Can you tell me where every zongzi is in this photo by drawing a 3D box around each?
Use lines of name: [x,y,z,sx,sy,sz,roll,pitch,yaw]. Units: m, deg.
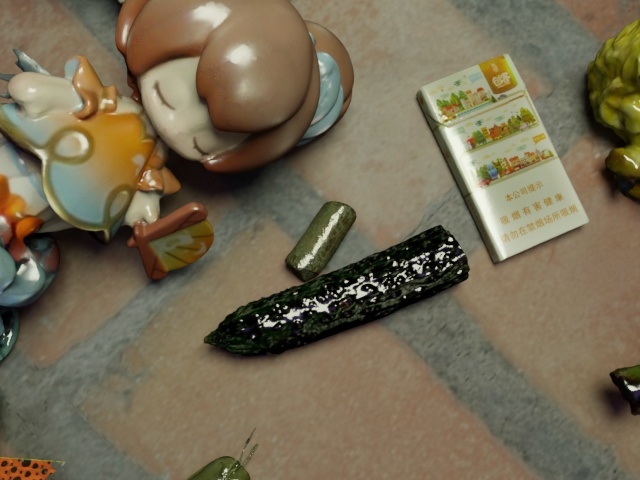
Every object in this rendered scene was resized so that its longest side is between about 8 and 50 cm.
zongzi: [-0.141,0.248,0.610,0.130,0.062,0.154,21,74,12]

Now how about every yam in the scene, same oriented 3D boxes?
yam: [0.000,0.000,0.661,0.043,0.043,0.094,33,79,2]

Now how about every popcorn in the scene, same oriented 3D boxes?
popcorn: [0.389,-0.149,0.646,0.173,0.168,0.195,-17,88,-27]

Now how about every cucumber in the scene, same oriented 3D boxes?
cucumber: [0.021,0.062,0.639,0.299,0.072,0.072,-21,83,-7]

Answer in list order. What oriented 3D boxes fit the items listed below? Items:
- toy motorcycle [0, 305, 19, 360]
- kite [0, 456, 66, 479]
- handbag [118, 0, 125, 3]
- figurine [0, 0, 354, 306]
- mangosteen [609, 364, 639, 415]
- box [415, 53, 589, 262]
toy motorcycle: [-0.386,0.180,0.512,0.181,0.241,0.320,4,79,4]
kite: [-0.326,0.213,0.475,0.222,0.008,0.125,-38,122,-40]
handbag: [-0.222,-0.421,0.668,0.171,0.151,0.298,-25,89,-4]
figurine: [-0.155,-0.123,0.564,0.387,0.277,0.248,-30,42,5]
mangosteen: [0.443,0.122,0.578,0.288,0.231,0.232,-16,82,-1]
box: [0.212,-0.098,0.694,0.122,0.032,0.221,-23,83,-7]
